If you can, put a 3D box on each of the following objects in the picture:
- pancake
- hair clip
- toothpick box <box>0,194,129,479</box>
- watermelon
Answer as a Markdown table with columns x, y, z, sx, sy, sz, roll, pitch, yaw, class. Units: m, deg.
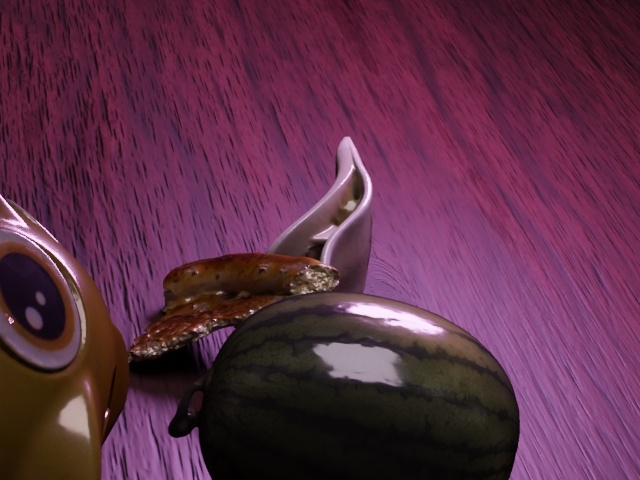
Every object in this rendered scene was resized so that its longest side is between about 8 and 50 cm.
| x | y | z | sx | sy | sz | roll | pitch | yaw | class |
| --- | --- | --- | --- | --- | --- | --- | --- | --- | --- |
| -0.132 | 0.078 | 2.108 | 0.244 | 0.057 | 0.266 | -30 | 19 | -34 | pancake |
| 0.019 | 0.002 | 2.342 | 0.113 | 0.172 | 0.282 | 17 | 34 | 19 | hair clip |
| -0.389 | 0.130 | 1.564 | 0.425 | 0.409 | 0.409 | 17 | 26 | -6 | toothpick box |
| 0.027 | 0.191 | 1.831 | 0.359 | 0.278 | 0.279 | 14 | 26 | -9 | watermelon |
